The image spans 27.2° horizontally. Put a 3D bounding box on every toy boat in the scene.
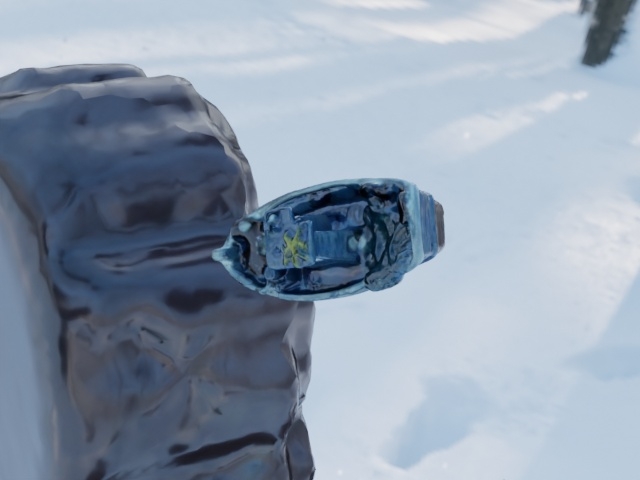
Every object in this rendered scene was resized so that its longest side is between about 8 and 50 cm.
[{"bbox_3d":[0.000,0.000,0.667,0.061,0.060,0.137,4,-8,-44],"label":"toy boat"}]

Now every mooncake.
[{"bbox_3d":[-0.150,0.060,0.913,0.212,0.350,0.381,-12,72,-25],"label":"mooncake"}]
